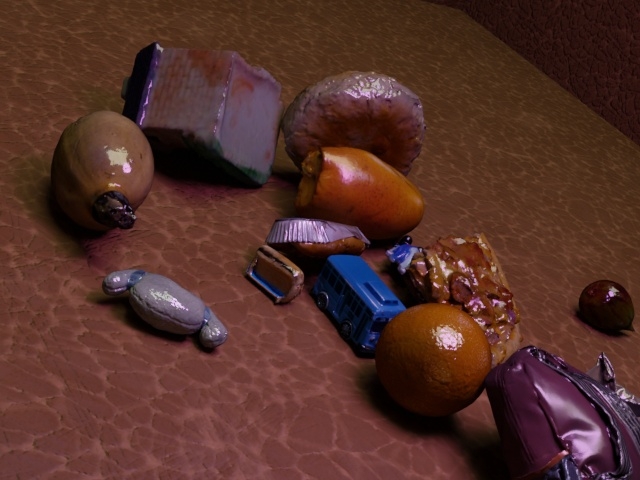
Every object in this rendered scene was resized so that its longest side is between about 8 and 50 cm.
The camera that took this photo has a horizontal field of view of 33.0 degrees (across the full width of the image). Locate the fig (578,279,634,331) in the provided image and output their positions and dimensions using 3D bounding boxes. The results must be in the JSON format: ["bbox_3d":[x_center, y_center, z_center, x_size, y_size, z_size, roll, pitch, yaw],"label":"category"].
[{"bbox_3d":[0.643,0.156,2.389,0.109,0.103,0.154,-1,-42,51],"label":"fig"}]

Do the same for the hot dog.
[{"bbox_3d":[0.000,0.000,2.032,0.144,0.075,0.268,3,-4,30],"label":"hot dog"}]

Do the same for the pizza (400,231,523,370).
[{"bbox_3d":[0.288,0.099,2.106,0.278,0.114,0.408,39,27,-15],"label":"pizza"}]

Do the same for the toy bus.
[{"bbox_3d":[0.073,0.112,1.935,0.090,0.106,0.184,4,32,-39],"label":"toy bus"}]

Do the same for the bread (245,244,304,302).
[{"bbox_3d":[-0.077,0.060,1.935,0.106,0.072,0.053,38,18,23],"label":"bread"}]

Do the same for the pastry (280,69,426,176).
[{"bbox_3d":[0.076,-0.236,2.326,0.330,0.329,0.136,13,42,-25],"label":"pastry"}]

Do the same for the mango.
[{"bbox_3d":[0.090,-0.087,2.246,0.350,0.201,0.199,18,46,-42],"label":"mango"}]

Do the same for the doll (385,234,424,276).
[{"bbox_3d":[0.177,0.041,2.206,0.096,0.070,0.195,36,17,0],"label":"doll"}]

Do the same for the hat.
[{"bbox_3d":[0.538,0.322,2.034,0.173,0.144,0.166,-37,58,-12],"label":"hat"}]

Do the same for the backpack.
[{"bbox_3d":[0.395,0.309,1.703,0.283,0.197,0.317,6,54,-51],"label":"backpack"}]

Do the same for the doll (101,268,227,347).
[{"bbox_3d":[-0.241,0.100,1.711,0.214,0.071,0.103,26,27,-7],"label":"doll"}]

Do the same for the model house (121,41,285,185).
[{"bbox_3d":[-0.261,-0.263,2.233,0.280,0.245,0.312,7,-9,22],"label":"model house"}]

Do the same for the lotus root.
[{"bbox_3d":[-0.370,-0.105,1.852,0.183,0.182,0.310,14,29,-24],"label":"lotus root"}]

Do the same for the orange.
[{"bbox_3d":[0.188,0.195,1.789,0.206,0.206,0.206,21,26,-11],"label":"orange"}]
